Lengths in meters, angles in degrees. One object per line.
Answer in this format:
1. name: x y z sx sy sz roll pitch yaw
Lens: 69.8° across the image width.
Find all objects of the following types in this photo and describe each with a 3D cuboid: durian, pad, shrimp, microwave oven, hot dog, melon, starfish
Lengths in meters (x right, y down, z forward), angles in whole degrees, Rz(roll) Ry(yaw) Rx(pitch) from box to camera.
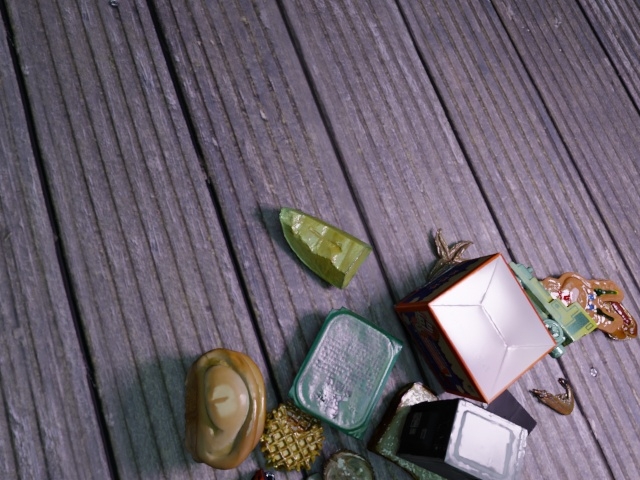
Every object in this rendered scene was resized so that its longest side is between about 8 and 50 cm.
1. durian: 0.085 0.698 1.356 0.148 0.091 0.188 -25 84 -7
2. pad: 0.649 0.596 1.571 0.116 0.004 0.193 -41 86 -21
3. shrimp: 0.831 0.535 1.621 0.178 0.034 0.124 31 66 -5
4. microwave oven: 0.378 0.549 1.259 0.237 0.295 0.181 27 64 -4
5. hot dog: 1.110 0.267 1.754 0.131 0.069 0.252 -23 79 -19
6. melon: 0.000 0.000 1.535 0.323 0.124 0.196 35 67 5
7. starfish: 0.477 0.068 1.670 0.227 0.043 0.240 -17 84 -21

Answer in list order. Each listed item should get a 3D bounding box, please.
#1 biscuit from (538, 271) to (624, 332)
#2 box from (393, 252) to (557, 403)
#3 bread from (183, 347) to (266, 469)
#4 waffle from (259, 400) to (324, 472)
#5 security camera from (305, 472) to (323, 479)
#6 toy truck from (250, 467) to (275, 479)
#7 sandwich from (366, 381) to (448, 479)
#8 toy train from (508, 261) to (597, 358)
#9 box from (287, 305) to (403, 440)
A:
1. biscuit: 0.954 0.223 1.699 0.334 0.047 0.202 12 79 4
2. box: 0.487 0.273 1.481 0.319 0.257 0.348 -32 90 -17
3. bread: -0.249 0.452 1.264 0.211 0.270 0.315 3 66 -28
4. waffle: -0.084 0.579 1.359 0.193 0.070 0.197 5 72 -12
5. security camera: -0.034 0.721 1.345 0.092 0.058 0.058 -6 74 -28
6. toy truck: -0.135 0.772 1.266 0.114 0.107 0.252 -29 84 -12
7. sandwich: 0.330 0.619 1.436 0.301 0.099 0.271 37 64 3
8. toy train: 0.750 0.223 1.616 0.237 0.150 0.369 -26 69 -23
9. box: 0.072 0.404 1.434 0.264 0.106 0.336 31 69 -3
